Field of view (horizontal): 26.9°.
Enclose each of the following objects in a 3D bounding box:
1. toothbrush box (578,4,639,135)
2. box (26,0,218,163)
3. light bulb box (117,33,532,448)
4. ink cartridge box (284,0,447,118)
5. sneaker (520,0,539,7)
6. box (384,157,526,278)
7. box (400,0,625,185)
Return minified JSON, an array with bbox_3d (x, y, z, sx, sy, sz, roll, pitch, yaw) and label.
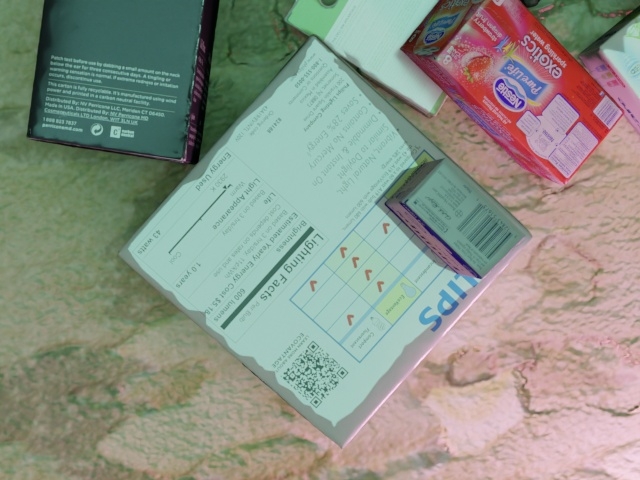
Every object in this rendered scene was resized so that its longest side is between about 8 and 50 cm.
[{"bbox_3d":[0.519,-0.254,1.751,0.283,0.122,0.206,-38,94,0],"label":"toothbrush box"},{"bbox_3d":[-0.218,-0.256,1.596,0.179,0.343,0.312,9,92,-3],"label":"box"},{"bbox_3d":[0.000,0.000,1.680,0.361,0.225,0.358,42,89,-5],"label":"light bulb box"},{"bbox_3d":[0.093,-0.292,1.755,0.235,0.056,0.171,32,91,-4],"label":"ink cartridge box"},{"bbox_3d":[0.267,-0.424,1.744,0.130,0.087,0.227,-22,89,4],"label":"sneaker"},{"bbox_3d":[0.148,-0.024,1.509,0.126,0.137,0.072,44,87,-4],"label":"box"},{"bbox_3d":[0.243,-0.203,1.699,0.257,0.122,0.128,40,88,-24],"label":"box"}]
